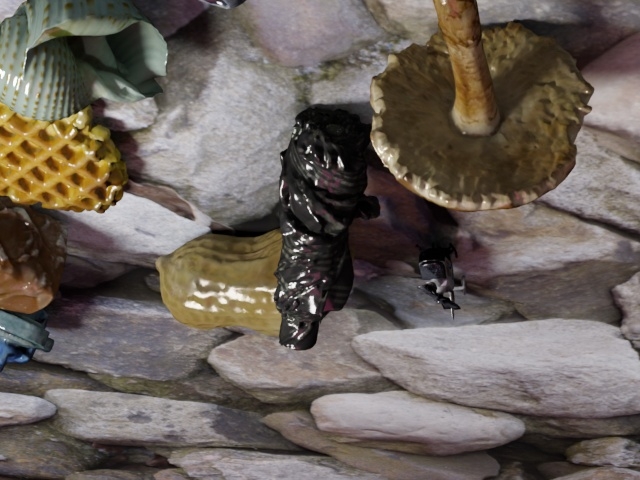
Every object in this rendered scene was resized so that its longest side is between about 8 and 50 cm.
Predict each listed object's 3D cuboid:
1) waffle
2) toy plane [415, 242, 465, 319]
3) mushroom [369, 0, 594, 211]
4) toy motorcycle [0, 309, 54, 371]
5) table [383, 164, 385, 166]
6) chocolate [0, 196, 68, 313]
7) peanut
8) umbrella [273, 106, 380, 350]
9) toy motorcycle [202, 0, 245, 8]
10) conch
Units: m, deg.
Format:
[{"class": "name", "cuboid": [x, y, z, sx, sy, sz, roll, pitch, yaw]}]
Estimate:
[{"class": "waffle", "cuboid": [-0.370, -0.114, 1.774, 0.237, 0.059, 0.243, 4, 148, 12]}, {"class": "toy plane", "cuboid": [0.167, 0.054, 1.912, 0.053, 0.078, 0.197, -4, 163, 15]}, {"class": "mushroom", "cuboid": [0.125, -0.166, 1.385, 0.208, 0.233, 0.301, -25, 139, 30]}, {"class": "toy motorcycle", "cuboid": [-0.513, 0.096, 2.076, 0.241, 0.182, 0.319, 48, 167, 0]}, {"class": "table", "cuboid": [0.122, -0.124, 1.609, 0.083, 0.079, 0.062, 9, 151, 0]}, {"class": "chocolate", "cuboid": [-0.457, 0.000, 1.893, 0.214, 0.148, 0.093, 27, 140, -33]}, {"class": "peanut", "cuboid": [-0.089, 0.064, 1.903, 0.291, 0.143, 0.159, -8, 106, 24]}, {"class": "umbrella", "cuboid": [0.002, 0.005, 1.692, 0.128, 0.154, 0.337, 4, 114, -6]}, {"class": "toy motorcycle", "cuboid": [-0.130, -0.315, 1.315, 0.307, 0.108, 0.173, 28, 150, -28]}, {"class": "conch", "cuboid": [-0.272, -0.213, 1.499, 0.200, 0.131, 0.172, -5, 136, -40]}]
